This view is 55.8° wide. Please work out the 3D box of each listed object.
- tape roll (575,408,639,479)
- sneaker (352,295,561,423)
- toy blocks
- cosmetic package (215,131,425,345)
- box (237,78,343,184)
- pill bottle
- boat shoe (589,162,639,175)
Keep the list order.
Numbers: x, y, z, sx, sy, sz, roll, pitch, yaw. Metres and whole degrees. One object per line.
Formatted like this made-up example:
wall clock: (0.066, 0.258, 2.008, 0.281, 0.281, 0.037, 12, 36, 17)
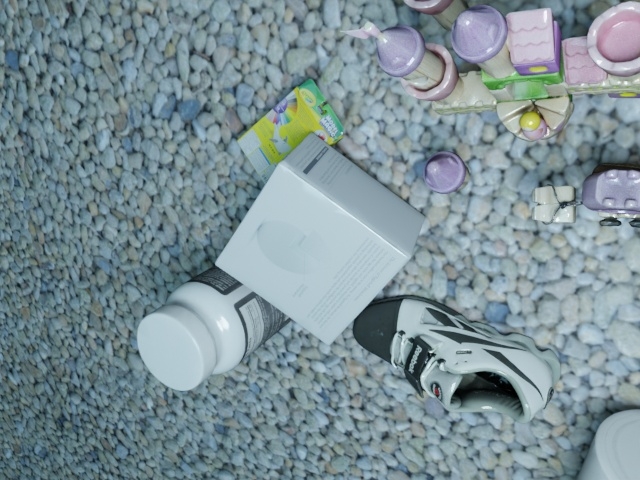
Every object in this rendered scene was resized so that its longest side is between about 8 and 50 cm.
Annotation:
tape roll: (0.451, 0.361, 0.772, 0.246, 0.246, 0.169, 20, 117, 23)
sneaker: (0.182, 0.181, 0.922, 0.330, 0.146, 0.122, 12, 116, 28)
toy blocks: (0.206, -0.177, 0.636, 0.288, 0.260, 0.309, 2, 89, 29)
cosmetic package: (0.000, 0.000, 0.934, 0.224, 0.138, 0.224, 37, 125, -2)
box: (-0.044, -0.170, 0.973, 0.179, 0.043, 0.105, -32, 91, 38)
pill bottle: (-0.161, 0.124, 1.017, 0.162, 0.278, 0.162, 12, 114, 27)
boat shoe: (0.455, -0.059, 0.707, 0.257, 0.095, 0.095, 20, 84, 23)
